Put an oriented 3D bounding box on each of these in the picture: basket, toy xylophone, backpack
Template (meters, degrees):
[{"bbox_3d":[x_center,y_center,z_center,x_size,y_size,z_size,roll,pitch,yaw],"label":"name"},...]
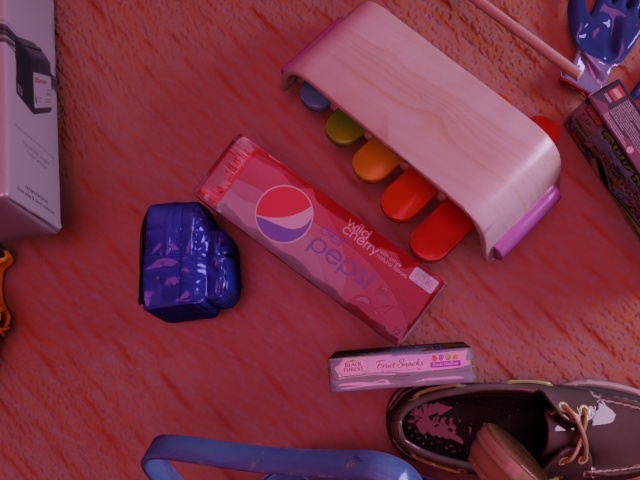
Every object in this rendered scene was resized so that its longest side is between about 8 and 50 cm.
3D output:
[{"bbox_3d":[-0.002,0.277,0.712,0.255,0.289,0.201,-1,43,30],"label":"basket"},{"bbox_3d":[0.121,-0.139,0.823,0.236,0.081,0.322,-36,72,-10],"label":"toy xylophone"},{"bbox_3d":[-0.137,0.019,0.855,0.101,0.098,0.120,-7,73,1],"label":"backpack"}]

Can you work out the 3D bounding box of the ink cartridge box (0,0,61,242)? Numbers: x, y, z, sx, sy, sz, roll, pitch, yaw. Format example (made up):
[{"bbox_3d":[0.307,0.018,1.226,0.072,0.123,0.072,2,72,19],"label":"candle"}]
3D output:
[{"bbox_3d":[-0.409,-0.152,0.850,0.223,0.129,0.307,-9,73,4],"label":"ink cartridge box"}]

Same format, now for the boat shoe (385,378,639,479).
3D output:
[{"bbox_3d":[0.217,0.193,0.805,0.305,0.091,0.109,3,85,6],"label":"boat shoe"}]

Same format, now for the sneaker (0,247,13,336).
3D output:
[{"bbox_3d":[-0.384,0.102,0.879,0.083,0.084,0.214,-2,84,0],"label":"sneaker"}]

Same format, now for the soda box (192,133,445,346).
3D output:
[{"bbox_3d":[0.000,0.000,0.842,0.263,0.092,0.083,37,90,7],"label":"soda box"}]

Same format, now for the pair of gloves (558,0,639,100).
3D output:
[{"bbox_3d":[0.349,-0.204,0.863,0.198,0.023,0.159,28,86,6],"label":"pair of gloves"}]

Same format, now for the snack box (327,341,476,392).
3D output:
[{"bbox_3d":[0.082,0.128,0.820,0.141,0.100,0.037,-6,85,5],"label":"snack box"}]

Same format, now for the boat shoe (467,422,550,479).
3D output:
[{"bbox_3d":[0.198,0.280,0.738,0.089,0.104,0.285,-34,118,3],"label":"boat shoe"}]

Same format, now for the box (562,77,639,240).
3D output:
[{"bbox_3d":[0.325,-0.055,0.805,0.036,0.114,0.207,-31,82,2],"label":"box"}]
